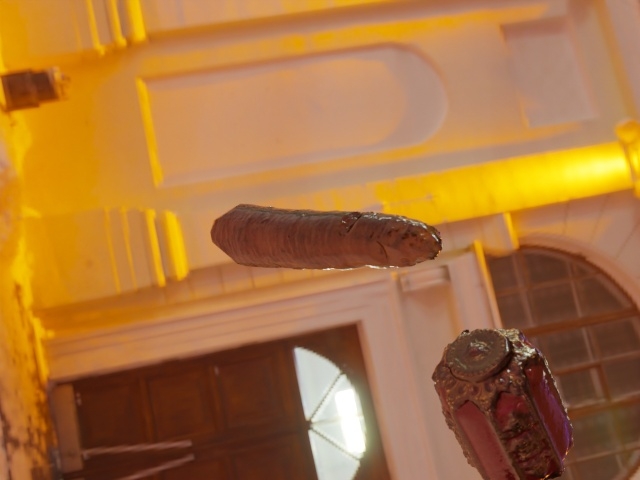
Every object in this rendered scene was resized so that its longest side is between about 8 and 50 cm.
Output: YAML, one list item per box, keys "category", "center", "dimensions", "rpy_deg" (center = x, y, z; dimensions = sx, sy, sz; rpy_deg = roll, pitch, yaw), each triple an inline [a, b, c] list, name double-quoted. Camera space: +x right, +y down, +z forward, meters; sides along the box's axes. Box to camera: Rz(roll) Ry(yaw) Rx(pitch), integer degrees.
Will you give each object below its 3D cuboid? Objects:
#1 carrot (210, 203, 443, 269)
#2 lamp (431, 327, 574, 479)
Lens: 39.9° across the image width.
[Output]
- category: "carrot"
  center: [0.000, 0.000, 0.824]
  dimensions: [0.314, 0.066, 0.066]
  rpy_deg: [4, -73, 50]
- category: "lamp"
  center: [0.278, 0.257, 1.334]
  dimensions: [0.274, 0.177, 0.177]
  rpy_deg: [63, 0, -31]
